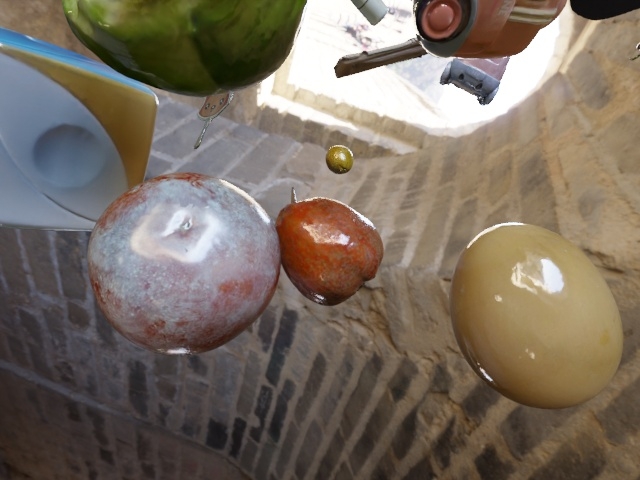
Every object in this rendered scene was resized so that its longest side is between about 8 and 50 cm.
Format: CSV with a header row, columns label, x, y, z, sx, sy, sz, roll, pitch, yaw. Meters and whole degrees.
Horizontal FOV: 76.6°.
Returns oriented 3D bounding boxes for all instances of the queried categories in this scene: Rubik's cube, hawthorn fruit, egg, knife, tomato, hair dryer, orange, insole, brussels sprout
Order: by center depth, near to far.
label,x,y,z,sx,sy,sz,roll,pitch,yaw
brussels sprout,-0.171,-0.383,0.591,0.371,0.276,0.314,-42,157,23
tomato,-0.229,0.037,0.706,0.283,0.316,0.317,113,0,-63
insole,0.580,-0.468,0.759,0.253,0.005,0.086,43,-26,61
egg,0.417,0.147,0.822,0.301,0.300,0.374,69,0,-83
hawthorn fruit,0.000,0.000,0.840,0.210,0.262,0.210,-41,171,-8
hair dryer,0.102,-0.516,0.854,0.047,0.082,0.137,-32,-146,36
Rubik's cube,-0.601,-0.237,0.869,0.352,0.351,0.348,0,116,-55
knife,0.181,-0.485,1.038,0.365,0.043,0.089,-25,153,-23
orange,0.058,-0.242,1.228,0.085,0.085,0.095,105,-26,-51

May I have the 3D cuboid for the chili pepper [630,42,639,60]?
label,x,y,z,sx,sy,sz,roll,pitch,yaw
chili pepper,0.771,-0.475,0.912,0.050,0.041,0.153,-47,169,-35

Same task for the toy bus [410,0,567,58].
label,x,y,z,sx,sy,sz,roll,pitch,yaw
toy bus,0.243,-0.386,0.537,0.288,0.231,0.194,105,-6,-45

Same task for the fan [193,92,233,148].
label,x,y,z,sx,sy,sz,roll,pitch,yaw
fan,-0.254,-0.306,0.954,0.009,0.131,0.220,35,62,-44

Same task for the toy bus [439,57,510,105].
label,x,y,z,sx,sy,sz,roll,pitch,yaw
toy bus,0.557,-0.617,1.409,0.232,0.197,0.294,-63,172,22
